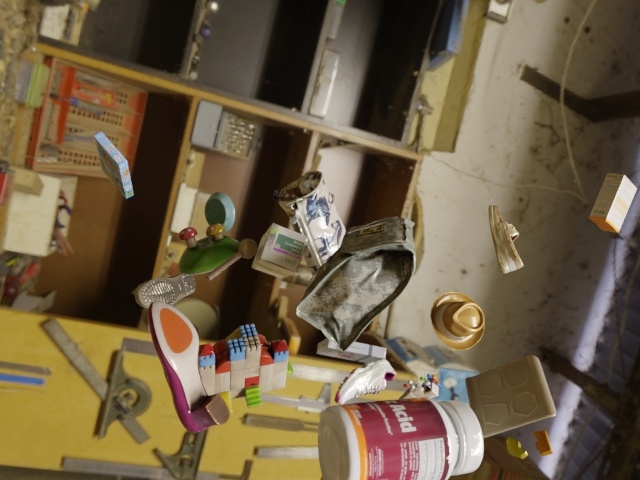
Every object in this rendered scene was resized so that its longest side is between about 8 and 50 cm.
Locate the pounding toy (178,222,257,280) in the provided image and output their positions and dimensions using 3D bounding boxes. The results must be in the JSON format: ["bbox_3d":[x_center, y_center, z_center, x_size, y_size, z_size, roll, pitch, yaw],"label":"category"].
[{"bbox_3d":[-0.299,0.009,1.406,0.236,0.183,0.110,8,-60,51],"label":"pounding toy"}]

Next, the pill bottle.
[{"bbox_3d":[0.209,0.531,1.359,0.224,0.391,0.224,-179,-90,-69],"label":"pill bottle"}]

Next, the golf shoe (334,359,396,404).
[{"bbox_3d":[0.185,0.571,2.088,0.140,0.306,0.115,39,-41,24],"label":"golf shoe"}]

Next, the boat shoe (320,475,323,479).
[{"bbox_3d":[0.092,0.694,1.670,0.324,0.122,0.120,-45,145,-59],"label":"boat shoe"}]

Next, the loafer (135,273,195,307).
[{"bbox_3d":[-0.513,0.169,1.691,0.268,0.092,0.102,-12,85,-68],"label":"loafer"}]

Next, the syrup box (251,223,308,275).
[{"bbox_3d":[-0.107,0.032,1.315,0.237,0.093,0.096,146,-37,-75],"label":"syrup box"}]

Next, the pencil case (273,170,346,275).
[{"bbox_3d":[0.000,0.000,1.620,0.183,0.159,0.411,-51,128,-44],"label":"pencil case"}]

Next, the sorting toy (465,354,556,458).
[{"bbox_3d":[0.542,0.482,1.470,0.229,0.041,0.307,-26,-150,23],"label":"sorting toy"}]

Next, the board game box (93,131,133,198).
[{"bbox_3d":[-0.754,-0.272,1.901,0.039,0.160,0.211,-36,164,-29],"label":"board game box"}]

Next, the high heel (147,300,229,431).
[{"bbox_3d":[-0.395,0.347,1.393,0.181,0.127,0.377,-23,-88,37],"label":"high heel"}]

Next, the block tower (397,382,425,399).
[{"bbox_3d":[0.290,0.704,2.036,0.335,0.097,0.091,-34,169,-29],"label":"block tower"}]

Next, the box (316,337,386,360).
[{"bbox_3d":[0.096,0.348,1.642,0.145,0.186,0.038,127,-25,-66],"label":"box"}]

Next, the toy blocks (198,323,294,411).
[{"bbox_3d":[-0.257,0.393,1.701,0.191,0.381,0.261,-119,-151,-47],"label":"toy blocks"}]

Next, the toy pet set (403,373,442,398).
[{"bbox_3d":[0.368,0.486,1.796,0.122,0.114,0.065,-35,-156,37],"label":"toy pet set"}]

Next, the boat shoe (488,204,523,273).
[{"bbox_3d":[0.431,-0.007,1.207,0.063,0.059,0.170,40,41,-62],"label":"boat shoe"}]

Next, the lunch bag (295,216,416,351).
[{"bbox_3d":[0.098,0.068,1.172,0.287,0.169,0.235,-48,-176,17],"label":"lunch bag"}]

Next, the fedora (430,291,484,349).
[{"bbox_3d":[0.430,0.237,1.573,0.079,0.194,0.194,138,-37,-62],"label":"fedora"}]

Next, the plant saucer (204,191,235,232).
[{"bbox_3d":[-0.299,-0.080,1.507,0.119,0.021,0.120,6,-79,34],"label":"plant saucer"}]

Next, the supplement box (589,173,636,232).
[{"bbox_3d":[0.572,-0.073,1.016,0.036,0.062,0.099,19,-97,56],"label":"supplement box"}]
